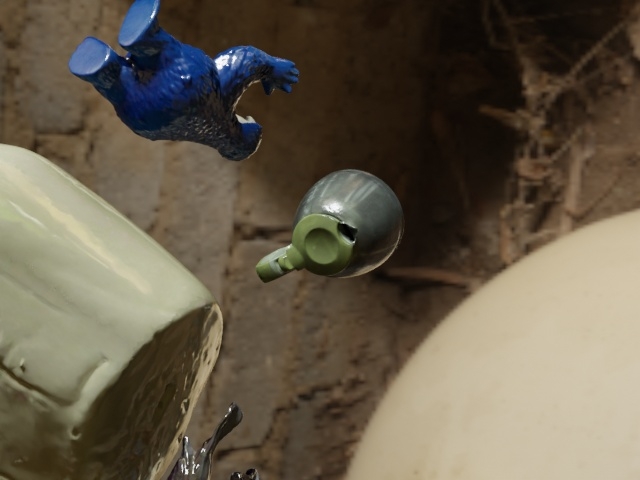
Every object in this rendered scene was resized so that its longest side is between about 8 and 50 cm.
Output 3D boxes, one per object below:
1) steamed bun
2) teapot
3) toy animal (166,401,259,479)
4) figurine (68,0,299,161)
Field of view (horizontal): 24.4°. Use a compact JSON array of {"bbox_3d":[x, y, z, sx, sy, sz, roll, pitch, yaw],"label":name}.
[{"bbox_3d":[-0.304,0.127,1.609,0.371,0.290,0.456,37,130,7],"label":"steamed bun"},{"bbox_3d":[0.008,0.004,1.284,0.092,0.091,0.124,37,119,10],"label":"teapot"},{"bbox_3d":[-0.127,0.249,1.364,0.202,0.070,0.105,-42,70,9],"label":"toy animal"},{"bbox_3d":[-0.151,-0.155,1.651,0.164,0.262,0.120,-37,47,34],"label":"figurine"}]
